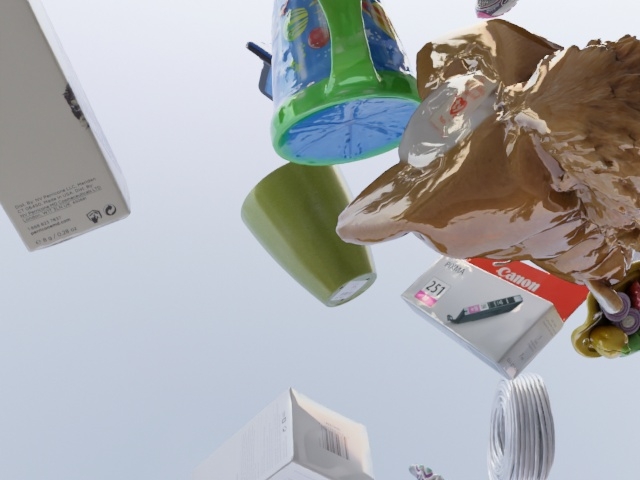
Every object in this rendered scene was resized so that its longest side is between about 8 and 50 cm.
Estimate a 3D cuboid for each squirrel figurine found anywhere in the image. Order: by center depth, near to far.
[{"bbox_3d":[0.295,-0.051,0.606,0.371,0.397,0.280,32,-109,-29],"label":"squirrel figurine"}]

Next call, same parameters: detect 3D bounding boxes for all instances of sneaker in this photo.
[{"bbox_3d":[0.176,0.416,0.882,0.098,0.038,0.069,10,-132,44],"label":"sneaker"},{"bbox_3d":[0.474,-0.716,1.376,0.121,0.298,0.112,27,-176,43],"label":"sneaker"}]

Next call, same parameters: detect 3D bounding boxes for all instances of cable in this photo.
[{"bbox_3d":[0.417,0.409,1.131,0.089,0.257,0.256,5,-124,7],"label":"cable"}]

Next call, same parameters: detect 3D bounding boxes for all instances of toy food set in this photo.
[{"bbox_3d":[0.464,0.100,0.762,0.218,0.128,0.071,-31,-153,-11],"label":"toy food set"}]

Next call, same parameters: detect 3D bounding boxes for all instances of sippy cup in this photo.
[{"bbox_3d":[0.026,-0.256,0.786,0.240,0.306,0.223,-3,-104,-35],"label":"sippy cup"}]

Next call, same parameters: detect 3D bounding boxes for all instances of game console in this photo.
[{"bbox_3d":[-0.093,-0.444,1.608,0.293,0.173,0.250,36,-156,7],"label":"game console"}]

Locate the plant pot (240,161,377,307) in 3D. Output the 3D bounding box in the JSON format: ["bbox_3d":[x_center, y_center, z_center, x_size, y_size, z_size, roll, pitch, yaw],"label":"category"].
[{"bbox_3d":[0.000,0.000,1.256,0.275,0.274,0.293,-21,-116,-25],"label":"plant pot"}]

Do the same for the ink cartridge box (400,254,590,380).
[{"bbox_3d":[0.303,0.078,0.920,0.239,0.275,0.060,-45,-62,-6],"label":"ink cartridge box"}]

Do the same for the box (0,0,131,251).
[{"bbox_3d":[-0.258,-0.138,0.443,0.094,0.274,0.113,-23,-149,-12],"label":"box"}]

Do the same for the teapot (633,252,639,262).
[{"bbox_3d":[0.725,-0.019,1.296,0.252,0.187,0.256,65,-153,-23],"label":"teapot"}]

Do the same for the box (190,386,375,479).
[{"bbox_3d":[-0.087,0.495,1.089,0.215,0.345,0.168,35,-156,-25],"label":"box"}]
